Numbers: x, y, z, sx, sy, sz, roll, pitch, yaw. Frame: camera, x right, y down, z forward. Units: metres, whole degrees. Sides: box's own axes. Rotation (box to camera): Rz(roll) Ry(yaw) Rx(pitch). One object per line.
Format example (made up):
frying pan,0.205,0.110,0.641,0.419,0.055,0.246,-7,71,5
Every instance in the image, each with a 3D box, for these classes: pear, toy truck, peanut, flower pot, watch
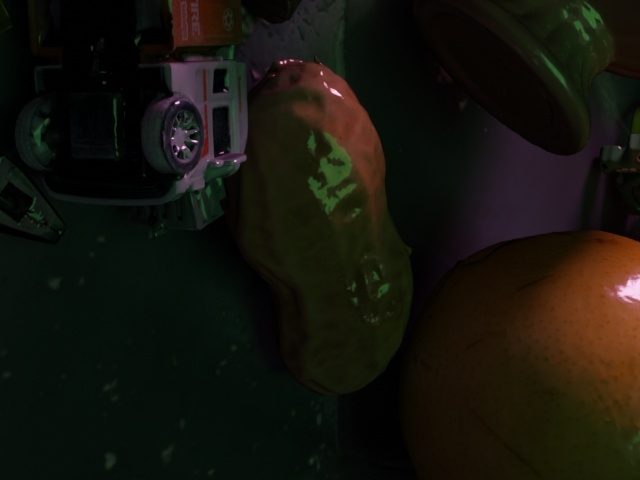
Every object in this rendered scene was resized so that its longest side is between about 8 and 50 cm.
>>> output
pear,0.243,0.151,1.116,0.348,0.348,0.348,-11,106,-43
toy truck,-0.120,-0.166,0.846,0.184,0.133,0.338,-20,110,-61
peanut,0.000,0.000,0.998,0.149,0.149,0.313,-40,129,-32
flower pot,0.237,-0.240,1.086,0.244,0.307,0.307,-47,130,-7
watch,0.434,-0.115,1.417,0.165,0.131,0.152,51,53,-37

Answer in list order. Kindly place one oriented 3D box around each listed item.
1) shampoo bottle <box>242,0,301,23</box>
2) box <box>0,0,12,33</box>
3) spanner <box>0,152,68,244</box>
shampoo bottle,0.007,-0.293,0.981,0.227,0.056,0.086,-60,176,-19
box,-0.284,-0.195,0.710,0.121,0.030,0.193,-44,116,-43
spanner,-0.288,-0.087,0.756,0.325,0.040,0.095,42,70,-40
